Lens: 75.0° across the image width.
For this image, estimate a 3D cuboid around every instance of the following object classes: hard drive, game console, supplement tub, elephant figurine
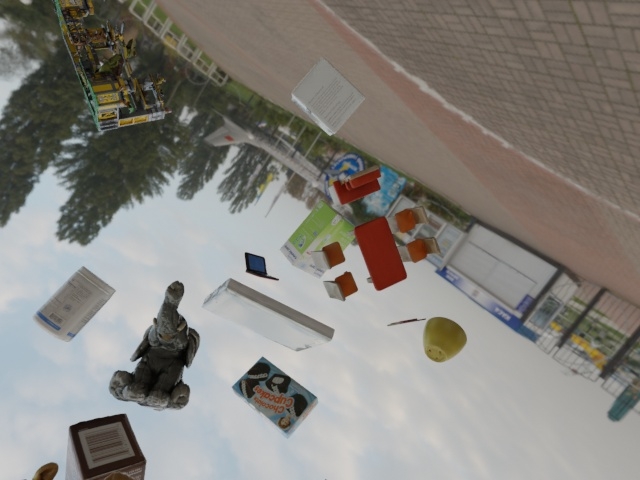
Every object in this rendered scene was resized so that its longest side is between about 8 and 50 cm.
[{"bbox_3d":[-0.143,0.207,1.110,0.307,0.040,0.203,30,146,-19],"label":"hard drive"},{"bbox_3d":[-0.252,0.114,1.805,0.124,0.085,0.144,14,176,32],"label":"game console"},{"bbox_3d":[-0.397,0.103,0.678,0.071,0.107,0.071,32,158,14],"label":"supplement tub"},{"bbox_3d":[-0.332,0.235,0.911,0.186,0.239,0.169,-15,144,36],"label":"elephant figurine"}]

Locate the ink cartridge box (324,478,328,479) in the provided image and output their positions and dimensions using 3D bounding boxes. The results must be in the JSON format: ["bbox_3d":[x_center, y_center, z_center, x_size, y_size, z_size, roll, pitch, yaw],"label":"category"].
[{"bbox_3d":[0.070,0.761,1.099,0.186,0.065,0.311,33,-178,1],"label":"ink cartridge box"}]

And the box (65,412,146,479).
[{"bbox_3d":[-0.535,0.650,1.015,0.143,0.381,0.191,3,-163,-41],"label":"box"}]

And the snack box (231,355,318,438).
[{"bbox_3d":[-0.190,0.635,1.716,0.322,0.187,0.060,25,141,33],"label":"snack box"}]

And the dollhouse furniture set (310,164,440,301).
[{"bbox_3d":[0.112,-0.021,0.910,0.259,0.262,0.135,68,164,-5],"label":"dollhouse furniture set"}]

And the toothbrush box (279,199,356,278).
[{"bbox_3d":[0.000,0.000,1.786,0.122,0.283,0.206,47,-172,39],"label":"toothbrush box"}]

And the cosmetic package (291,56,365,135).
[{"bbox_3d":[0.020,-0.459,1.350,0.184,0.151,0.151,40,-175,-11],"label":"cosmetic package"}]

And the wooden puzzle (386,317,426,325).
[{"bbox_3d":[0.172,0.167,0.854,0.083,0.006,0.049,-2,164,-30],"label":"wooden puzzle"}]

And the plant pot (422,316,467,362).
[{"bbox_3d":[0.369,0.317,1.282,0.134,0.134,0.095,36,-136,11],"label":"plant pot"}]

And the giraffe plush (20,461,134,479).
[{"bbox_3d":[-0.425,0.458,0.688,0.170,0.210,0.181,49,-139,-32],"label":"giraffe plush"}]

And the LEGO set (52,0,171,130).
[{"bbox_3d":[-0.468,-0.425,0.982,0.331,0.192,0.255,65,153,7],"label":"LEGO set"}]
